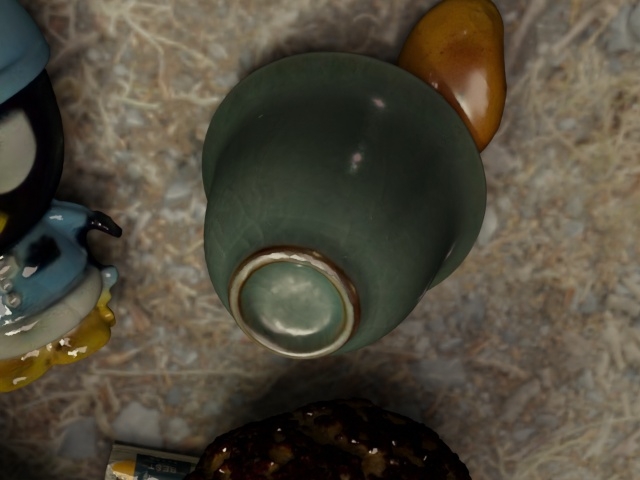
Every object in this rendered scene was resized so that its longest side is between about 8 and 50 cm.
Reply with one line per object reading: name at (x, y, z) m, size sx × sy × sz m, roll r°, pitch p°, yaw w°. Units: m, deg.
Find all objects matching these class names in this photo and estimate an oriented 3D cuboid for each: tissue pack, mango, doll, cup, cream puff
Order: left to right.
doll at (-0.236, -0.050, 0.774) m, size 0.177 × 0.141 × 0.314 m, roll -26°, pitch 115°, yaw -7°
tissue pack at (-0.125, 0.193, 0.923) m, size 0.083 × 0.042 × 0.062 m, roll 12°, pitch 112°, yaw -7°
cream puff at (-0.002, 0.200, 0.839) m, size 0.239 × 0.239 × 0.165 m, roll -16°, pitch 74°, yaw 3°
cup at (0.000, 0.000, 0.770) m, size 0.199 × 0.150 × 0.199 m, roll 7°, pitch 123°, yaw 10°
mango at (0.089, -0.107, 0.812) m, size 0.080 × 0.060 × 0.114 m, roll 21°, pitch 111°, yaw 7°
